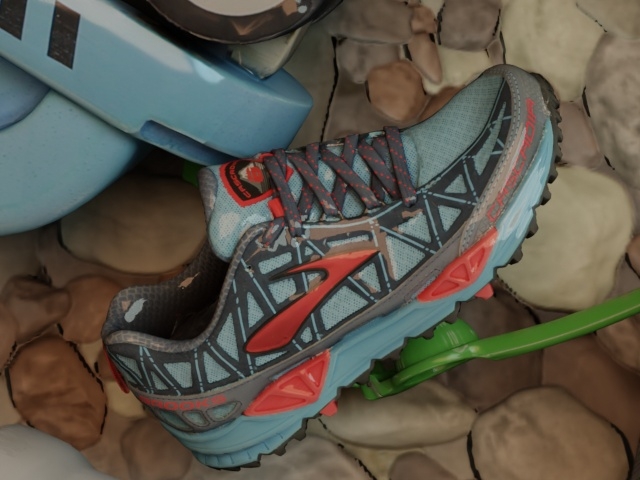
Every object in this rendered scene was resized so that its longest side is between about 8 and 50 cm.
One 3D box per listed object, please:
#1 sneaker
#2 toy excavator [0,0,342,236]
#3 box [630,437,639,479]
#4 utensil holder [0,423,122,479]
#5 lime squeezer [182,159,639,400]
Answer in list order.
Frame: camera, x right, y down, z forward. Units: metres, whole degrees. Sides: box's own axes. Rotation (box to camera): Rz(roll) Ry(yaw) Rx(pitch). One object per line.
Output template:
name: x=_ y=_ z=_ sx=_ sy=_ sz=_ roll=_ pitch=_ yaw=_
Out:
sneaker: x=0.000 y=0.000 z=0.738 sx=0.262 sy=0.104 sz=0.125 roll=-43 pitch=116 yaw=11
toy excavator: x=-0.244 y=-0.090 z=0.818 sx=0.433 sy=0.222 sz=0.445 roll=31 pitch=99 yaw=-3
box: x=0.223 y=0.112 z=0.716 sx=0.126 sy=0.262 sz=0.231 roll=14 pitch=74 yaw=5
utensil holder: x=-0.019 y=0.297 z=0.639 sx=0.385 sy=0.327 sz=0.328 roll=20 pitch=76 yaw=6
lime squeezer: x=0.046 y=0.035 z=0.827 sx=0.310 sy=0.059 sz=0.110 roll=14 pitch=82 yaw=32
